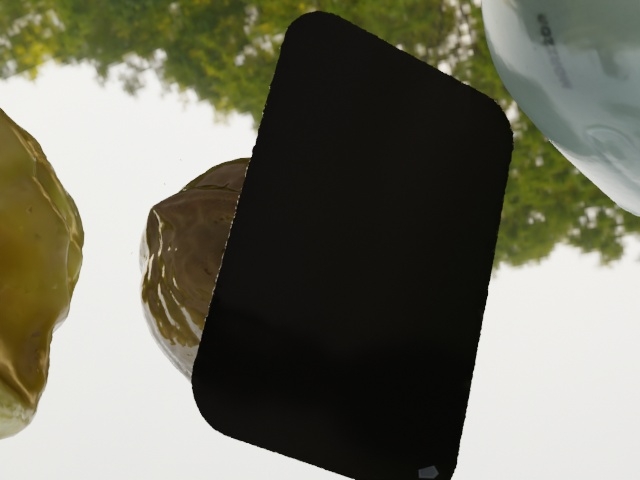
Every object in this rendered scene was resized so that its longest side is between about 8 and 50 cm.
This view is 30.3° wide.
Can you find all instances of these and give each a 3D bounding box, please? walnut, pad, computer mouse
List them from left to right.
[{"bbox_3d":[-0.059,0.053,1.402,0.306,0.344,0.306,-43,-157,23],"label":"walnut"},{"bbox_3d":[0.000,-0.001,0.979,0.063,0.315,0.375,-24,-134,56],"label":"pad"},{"bbox_3d":[0.165,-0.079,0.635,0.128,0.231,0.079,2,-135,53],"label":"computer mouse"}]

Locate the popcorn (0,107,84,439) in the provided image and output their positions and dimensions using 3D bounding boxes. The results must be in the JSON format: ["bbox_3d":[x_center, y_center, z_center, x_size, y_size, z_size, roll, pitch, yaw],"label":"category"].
[{"bbox_3d":[-0.311,0.021,0.608,0.349,0.381,0.349,-34,-152,21],"label":"popcorn"}]
